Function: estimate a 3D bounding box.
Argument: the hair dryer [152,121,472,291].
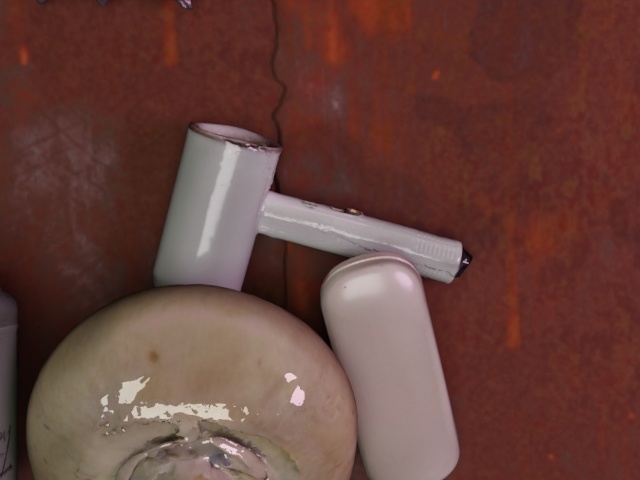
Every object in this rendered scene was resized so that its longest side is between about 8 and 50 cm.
[{"bbox_3d":[0.000,0.000,1.179,0.236,0.073,0.131,13,101,-11],"label":"hair dryer"}]

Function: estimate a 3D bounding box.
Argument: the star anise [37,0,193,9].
[{"bbox_3d":[-0.154,-0.260,1.129,0.195,0.065,0.182,0,99,2],"label":"star anise"}]

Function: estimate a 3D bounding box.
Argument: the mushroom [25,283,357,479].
[{"bbox_3d":[-0.089,0.153,1.112,0.246,0.202,0.246,-3,122,-5],"label":"mushroom"}]

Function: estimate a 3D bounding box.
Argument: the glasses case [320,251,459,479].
[{"bbox_3d":[0.054,0.102,1.173,0.081,0.051,0.204,-13,117,0],"label":"glasses case"}]

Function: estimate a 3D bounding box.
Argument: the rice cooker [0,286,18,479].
[{"bbox_3d":[-0.330,0.133,1.101,0.241,0.280,0.227,0,93,-38],"label":"rice cooker"}]
